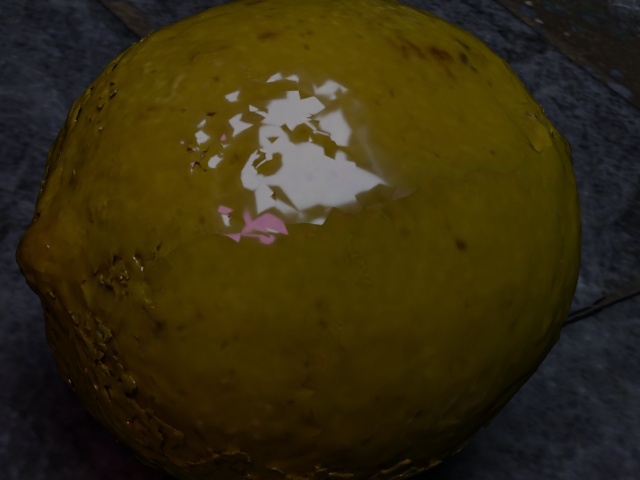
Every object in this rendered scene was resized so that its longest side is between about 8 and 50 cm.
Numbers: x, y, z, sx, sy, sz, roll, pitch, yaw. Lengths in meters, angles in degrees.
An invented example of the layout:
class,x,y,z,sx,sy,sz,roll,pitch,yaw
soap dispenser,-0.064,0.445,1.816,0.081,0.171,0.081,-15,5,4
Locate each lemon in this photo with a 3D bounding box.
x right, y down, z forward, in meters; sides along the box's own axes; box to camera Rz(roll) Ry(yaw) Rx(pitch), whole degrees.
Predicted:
class,x,y,z,sx,sy,sz,roll,pitch,yaw
lemon,0.000,0.000,0.865,0.310,0.258,0.258,-16,47,-28
